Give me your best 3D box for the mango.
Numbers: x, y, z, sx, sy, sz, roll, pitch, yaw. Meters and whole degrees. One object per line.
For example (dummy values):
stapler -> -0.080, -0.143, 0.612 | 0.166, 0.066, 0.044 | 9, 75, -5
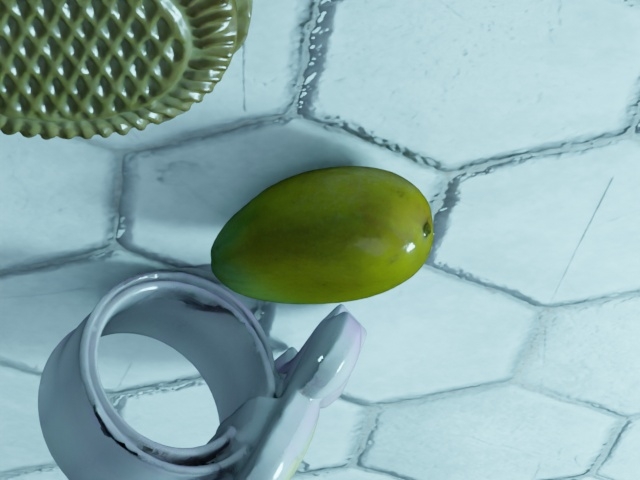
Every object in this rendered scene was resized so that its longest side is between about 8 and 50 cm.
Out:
mango -> 0.000, 0.000, 1.493 | 0.194, 0.092, 0.130 | -12, 150, 27

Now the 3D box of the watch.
watch -> -0.106, 0.117, 1.624 | 0.217, 0.248, 0.211 | 37, 141, -10

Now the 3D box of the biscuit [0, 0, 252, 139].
biscuit -> -0.168, -0.150, 1.239 | 0.259, 0.079, 0.259 | -1, 149, -1
